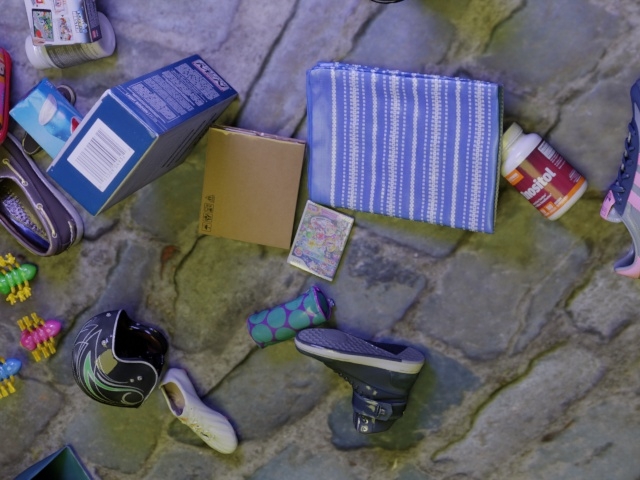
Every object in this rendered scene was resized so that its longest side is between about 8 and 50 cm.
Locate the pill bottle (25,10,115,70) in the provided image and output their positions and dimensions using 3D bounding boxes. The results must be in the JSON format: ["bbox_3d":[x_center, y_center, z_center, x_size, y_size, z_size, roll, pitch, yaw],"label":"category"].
[{"bbox_3d":[-0.426,-0.336,1.859,0.137,0.078,0.078,-11,103,19],"label":"pill bottle"}]

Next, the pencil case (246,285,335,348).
[{"bbox_3d":[-0.054,0.133,1.904,0.151,0.064,0.070,-25,60,23],"label":"pencil case"}]

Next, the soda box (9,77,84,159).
[{"bbox_3d":[-0.432,-0.174,1.885,0.071,0.067,0.210,-36,111,15],"label":"soda box"}]

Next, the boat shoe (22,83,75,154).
[{"bbox_3d":[-0.491,-0.212,1.932,0.056,0.049,0.152,37,113,4],"label":"boat shoe"}]

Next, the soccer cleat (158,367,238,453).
[{"bbox_3d":[-0.229,0.322,2.009,0.068,0.076,0.196,-37,94,23],"label":"soccer cleat"}]

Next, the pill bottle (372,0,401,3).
[{"bbox_3d":[0.118,-0.415,1.596,0.122,0.219,0.123,5,108,15],"label":"pill bottle"}]

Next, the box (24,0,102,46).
[{"bbox_3d":[-0.427,-0.420,1.759,0.114,0.036,0.207,1,113,18],"label":"box"}]

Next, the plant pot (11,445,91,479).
[{"bbox_3d":[-0.573,0.545,2.141,0.234,0.165,0.166,-28,97,30],"label":"plant pot"}]

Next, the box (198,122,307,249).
[{"bbox_3d":[-0.117,-0.089,1.847,0.164,0.021,0.201,10,117,2],"label":"box"}]

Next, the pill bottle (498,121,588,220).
[{"bbox_3d":[0.335,-0.110,1.701,0.152,0.086,0.086,43,113,1],"label":"pill bottle"}]

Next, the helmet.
[{"bbox_3d":[-0.369,0.212,1.971,0.161,0.169,0.169,29,114,-12],"label":"helmet"}]

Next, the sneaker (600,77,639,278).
[{"bbox_3d":[0.482,-0.086,1.651,0.131,0.112,0.319,-10,103,16],"label":"sneaker"}]

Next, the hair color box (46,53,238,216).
[{"bbox_3d":[-0.270,-0.174,1.717,0.105,0.347,0.174,43,113,0],"label":"hair color box"}]

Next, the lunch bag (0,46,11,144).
[{"bbox_3d":[-0.683,-0.250,1.906,0.293,0.120,0.258,-14,65,20],"label":"lunch bag"}]

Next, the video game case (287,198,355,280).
[{"bbox_3d":[0.000,0.000,1.875,0.087,0.011,0.122,23,112,8],"label":"video game case"}]

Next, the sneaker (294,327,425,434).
[{"bbox_3d":[0.049,0.246,1.878,0.226,0.086,0.164,15,112,-6],"label":"sneaker"}]

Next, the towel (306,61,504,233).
[{"bbox_3d":[0.124,-0.149,1.736,0.335,0.040,0.243,11,111,28],"label":"towel"}]

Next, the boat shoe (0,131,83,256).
[{"bbox_3d":[-0.569,-0.100,1.965,0.324,0.097,0.116,47,114,-2],"label":"boat shoe"}]

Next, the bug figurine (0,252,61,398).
[{"bbox_3d":[-0.606,0.147,2.069,0.216,0.072,0.279,-21,95,15],"label":"bug figurine"}]
